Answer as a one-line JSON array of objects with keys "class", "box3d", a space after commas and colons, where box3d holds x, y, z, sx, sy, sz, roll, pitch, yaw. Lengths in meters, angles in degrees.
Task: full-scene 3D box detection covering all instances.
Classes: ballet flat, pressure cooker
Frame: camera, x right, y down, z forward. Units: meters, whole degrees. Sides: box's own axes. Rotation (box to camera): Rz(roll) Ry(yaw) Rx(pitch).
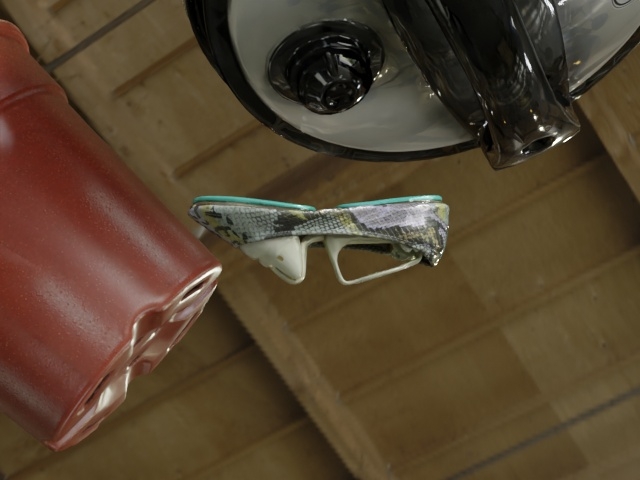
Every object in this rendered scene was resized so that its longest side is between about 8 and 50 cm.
[{"class": "ballet flat", "box3d": [0.000, 0.000, 0.541, 0.114, 0.041, 0.041, 0, -66, -6]}, {"class": "pressure cooker", "box3d": [0.062, -0.258, 0.901, 0.369, 0.420, 0.376, 6, -45, -26]}]

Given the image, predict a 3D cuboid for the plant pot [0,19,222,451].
[{"class": "plant pot", "box3d": [-0.241, 0.011, 1.018, 0.265, 0.272, 0.272, 41, -66, 5]}]
